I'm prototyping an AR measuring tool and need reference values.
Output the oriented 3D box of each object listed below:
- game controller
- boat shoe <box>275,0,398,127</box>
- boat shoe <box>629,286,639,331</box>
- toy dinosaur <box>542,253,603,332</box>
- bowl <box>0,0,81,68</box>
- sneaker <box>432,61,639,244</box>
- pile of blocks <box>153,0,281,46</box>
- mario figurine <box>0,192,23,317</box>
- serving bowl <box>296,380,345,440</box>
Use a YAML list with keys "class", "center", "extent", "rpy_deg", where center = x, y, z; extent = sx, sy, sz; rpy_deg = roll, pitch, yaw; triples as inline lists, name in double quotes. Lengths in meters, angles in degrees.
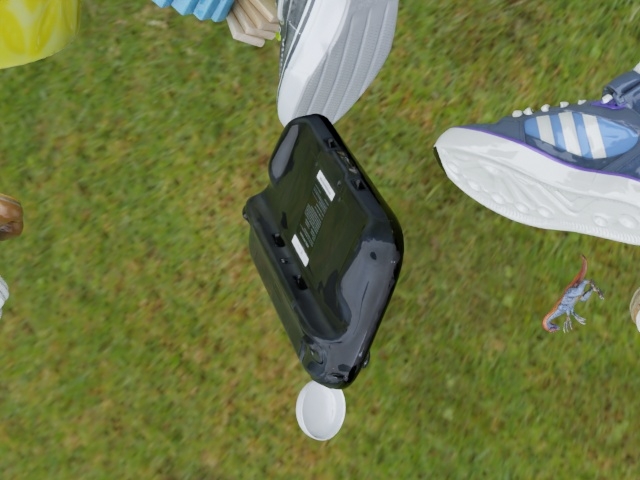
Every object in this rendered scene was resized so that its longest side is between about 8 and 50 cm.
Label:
- class: "game controller"
  center: [0.000, 0.000, 1.327]
  extent: [0.067, 0.319, 0.166]
  rpy_deg: [21, 109, -26]
- class: "boat shoe"
  center: [0.009, -0.256, 1.474]
  extent: [0.119, 0.121, 0.335]
  rpy_deg: [47, 139, 26]
- class: "boat shoe"
  center: [0.501, 0.008, 1.737]
  extent: [0.302, 0.103, 0.113]
  rpy_deg: [-41, 119, 0]
- class: "toy dinosaur"
  center: [0.308, 0.077, 1.759]
  extent: [0.082, 0.047, 0.090]
  rpy_deg: [-25, 60, 21]
- class: "bowl"
  center: [-0.229, -0.174, 0.551]
  extent: [0.290, 0.289, 0.156]
  rpy_deg: [15, 109, 13]
- class: "sneaker"
  center: [0.324, -0.134, 1.703]
  extent: [0.323, 0.236, 0.130]
  rpy_deg: [18, 152, 33]
- class: "pile of blocks"
  center: [-0.107, -0.329, 1.697]
  extent: [0.362, 0.149, 0.112]
  rpy_deg: [11, 127, -31]
- class: "mario figurine"
  center: [-0.378, 0.112, 1.541]
  extent: [0.170, 0.198, 0.320]
  rpy_deg: [11, 79, 27]
- class: "serving bowl"
  center: [-0.005, 0.224, 1.893]
  extent: [0.027, 0.083, 0.083]
  rpy_deg: [-4, 107, 45]
